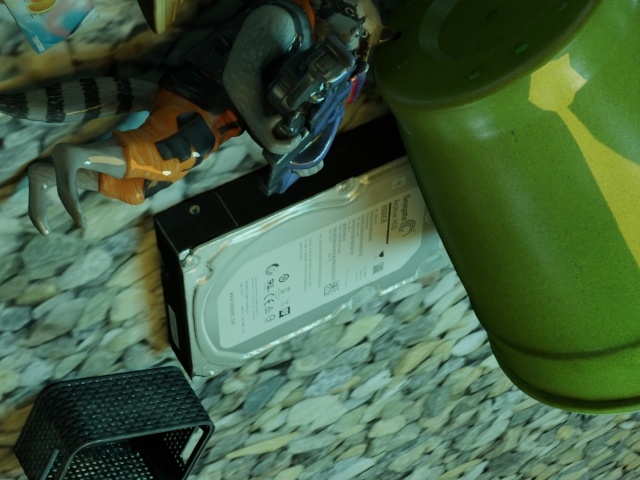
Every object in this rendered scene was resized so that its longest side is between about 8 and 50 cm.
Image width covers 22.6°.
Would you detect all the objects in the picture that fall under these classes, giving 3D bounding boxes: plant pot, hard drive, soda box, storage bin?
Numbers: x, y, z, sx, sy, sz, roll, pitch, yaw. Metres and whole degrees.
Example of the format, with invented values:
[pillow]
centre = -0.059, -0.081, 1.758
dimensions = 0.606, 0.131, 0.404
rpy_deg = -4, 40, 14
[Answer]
[plant pot]
centre = 0.234, -0.092, 1.462
dimensions = 0.366, 0.366, 0.353
rpy_deg = -37, 124, 3
[hard drive]
centre = 0.000, 0.000, 1.653
dimensions = 0.339, 0.064, 0.237
rpy_deg = -25, 147, -19
[soda box]
centre = -0.223, -0.218, 1.148
dimensions = 0.058, 0.063, 0.183
rpy_deg = -33, 148, -4
[storage bin]
centre = -0.219, 0.212, 1.706
dimensions = 0.180, 0.084, 0.122
rpy_deg = -6, 138, -40

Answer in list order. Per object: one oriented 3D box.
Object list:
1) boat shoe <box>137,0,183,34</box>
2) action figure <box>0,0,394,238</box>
[boat shoe]
centre = -0.118, -0.227, 1.247
dimensions = 0.048, 0.056, 0.153
rpy_deg = -17, 137, -20
[action figure]
centre = -0.084, -0.126, 1.307
dimensions = 0.330, 0.178, 0.341
rpy_deg = -30, 173, -17
